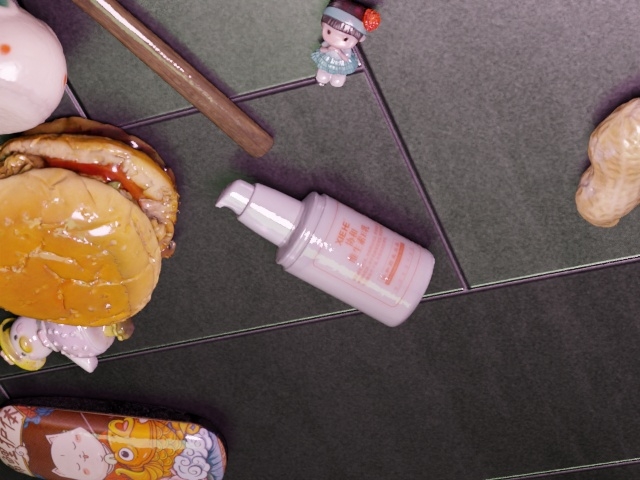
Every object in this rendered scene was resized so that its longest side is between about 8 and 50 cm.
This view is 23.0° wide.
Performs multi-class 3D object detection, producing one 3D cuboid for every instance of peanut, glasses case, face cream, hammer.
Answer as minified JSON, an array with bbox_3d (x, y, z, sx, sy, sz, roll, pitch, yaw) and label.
[{"bbox_3d":[0.315,-0.083,1.657,0.080,0.080,0.174,16,134,-2],"label":"peanut"},{"bbox_3d":[-0.282,0.272,2.091,0.321,0.082,0.122,5,134,8],"label":"glasses case"},{"bbox_3d":[0.000,0.000,1.779,0.252,0.101,0.101,29,130,-13],"label":"face cream"},{"bbox_3d":[-0.190,-0.207,1.679,0.111,0.043,0.365,-33,119,33],"label":"hammer"}]

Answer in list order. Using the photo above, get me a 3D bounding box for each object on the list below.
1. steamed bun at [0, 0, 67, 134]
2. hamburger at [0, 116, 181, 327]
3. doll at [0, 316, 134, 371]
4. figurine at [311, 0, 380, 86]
[{"bbox_3d":[-0.366,-0.194,1.652,0.228,0.130,0.177,0,160,38],"label":"steamed bun"},{"bbox_3d":[-0.285,-0.010,1.789,0.244,0.163,0.244,5,130,6],"label":"hamburger"},{"bbox_3d":[-0.326,0.111,1.961,0.207,0.081,0.129,-17,107,27],"label":"doll"},{"bbox_3d":[0.024,-0.204,1.630,0.060,0.047,0.106,27,137,10],"label":"figurine"}]
